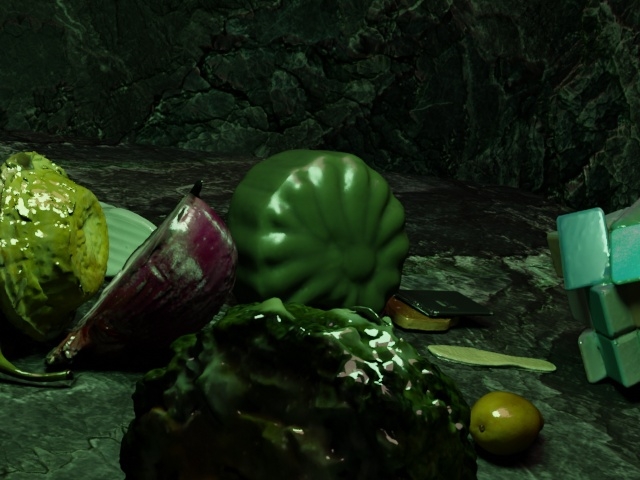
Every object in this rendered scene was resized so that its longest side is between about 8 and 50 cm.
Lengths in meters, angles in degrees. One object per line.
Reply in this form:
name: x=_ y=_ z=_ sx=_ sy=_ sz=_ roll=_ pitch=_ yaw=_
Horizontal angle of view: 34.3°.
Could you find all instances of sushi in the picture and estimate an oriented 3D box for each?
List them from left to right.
sushi: x=-0.022 y=0.206 z=1.011 sx=0.352 sy=0.294 sz=0.178 roll=18 pitch=10 yaw=34

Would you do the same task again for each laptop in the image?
laptop: x=0.249 y=0.125 z=2.089 sx=0.180 sy=0.016 sz=0.129 roll=4 pitch=17 yaw=-37

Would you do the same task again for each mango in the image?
mango: x=0.273 y=0.260 z=1.503 sx=0.102 sy=0.084 sz=0.184 roll=18 pitch=9 yaw=26

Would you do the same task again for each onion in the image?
onion: x=-0.248 y=0.099 z=1.553 sx=0.159 sy=0.348 sz=0.267 roll=39 pitch=-27 yaw=-7

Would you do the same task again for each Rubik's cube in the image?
Rubik's cube: x=0.623 y=0.083 z=1.904 sx=0.368 sy=0.358 sz=0.387 roll=-19 pitch=4 yaw=-31

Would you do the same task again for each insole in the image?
insole: x=0.316 y=0.215 z=1.892 sx=0.248 sy=0.011 sz=0.081 roll=8 pitch=12 yaw=-15

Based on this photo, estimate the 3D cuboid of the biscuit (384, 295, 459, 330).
biscuit: x=0.200 y=0.144 z=2.061 sx=0.142 sy=0.029 sz=0.221 roll=19 pitch=15 yaw=22

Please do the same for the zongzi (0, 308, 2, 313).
zongzi: x=-0.508 y=-0.022 z=1.464 sx=0.356 sy=0.393 sz=0.174 roll=1 pitch=56 yaw=-45

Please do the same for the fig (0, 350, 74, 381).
fig: x=-0.446 y=0.144 z=1.392 sx=0.236 sy=0.124 sz=0.124 roll=32 pitch=10 yaw=-8

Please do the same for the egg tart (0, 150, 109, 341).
egg tart: x=-0.384 y=0.006 z=1.510 sx=0.116 sy=0.294 sz=0.295 roll=-7 pitch=10 yaw=10

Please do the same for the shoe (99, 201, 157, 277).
shoe: x=-0.416 y=-0.012 z=2.011 sx=0.363 sy=0.131 sz=0.160 roll=14 pitch=7 yaw=29

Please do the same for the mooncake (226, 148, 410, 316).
mooncake: x=0.000 y=0.000 z=1.886 sx=0.351 sy=0.351 sz=0.187 roll=3 pitch=4 yaw=-32
